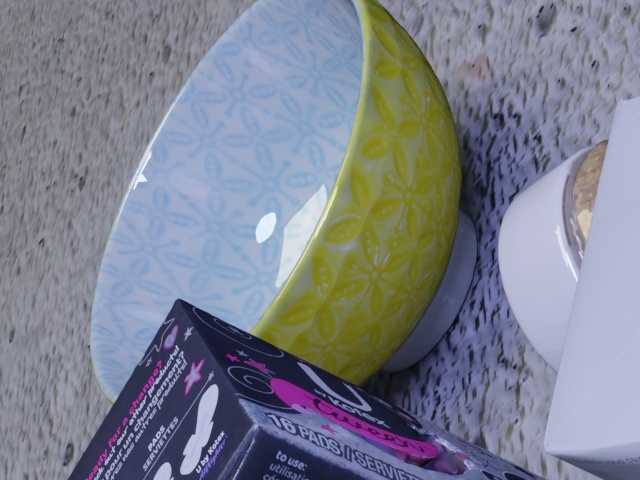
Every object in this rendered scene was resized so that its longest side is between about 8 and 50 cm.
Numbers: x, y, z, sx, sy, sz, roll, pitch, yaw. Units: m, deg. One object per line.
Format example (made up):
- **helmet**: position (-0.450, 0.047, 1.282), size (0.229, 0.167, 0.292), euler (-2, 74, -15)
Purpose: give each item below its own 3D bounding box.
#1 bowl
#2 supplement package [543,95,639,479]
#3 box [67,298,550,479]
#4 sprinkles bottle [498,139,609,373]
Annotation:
- **bowl**: position (0.000, 0.000, 1.127), size (0.289, 0.156, 0.289), euler (-42, 32, 35)
- **supplement package**: position (0.225, 0.034, 0.634), size (0.194, 0.203, 0.149), euler (-19, 50, 56)
- **box**: position (0.011, 0.161, 0.851), size (0.163, 0.247, 0.142), euler (-58, 28, 8)
- **sprinkles bottle**: position (0.233, -0.048, 0.788), size (0.355, 0.121, 0.121), euler (-36, 37, 42)
